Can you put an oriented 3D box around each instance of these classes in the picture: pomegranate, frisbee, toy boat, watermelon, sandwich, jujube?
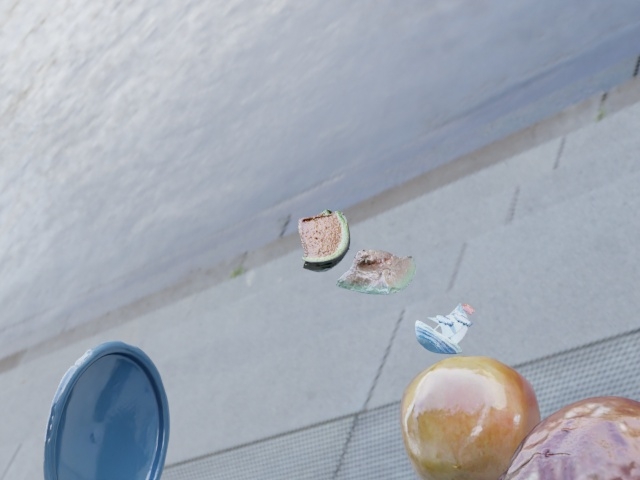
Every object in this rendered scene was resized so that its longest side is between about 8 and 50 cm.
[{"bbox_3d":[0.246,0.325,1.432,0.229,0.252,0.270,-3,58,2],"label":"pomegranate"},{"bbox_3d":[-0.320,0.292,1.298,0.049,0.289,0.289,-1,55,24],"label":"frisbee"},{"bbox_3d":[0.261,0.185,1.763,0.105,0.149,0.034,55,146,35],"label":"toy boat"},{"bbox_3d":[0.126,0.064,1.662,0.101,0.155,0.080,26,108,45],"label":"watermelon"},{"bbox_3d":[0.003,-0.002,1.118,0.026,0.069,0.101,124,150,-47],"label":"sandwich"},{"bbox_3d":[0.294,0.324,1.001,0.318,0.223,0.223,-38,33,-12],"label":"jujube"}]
